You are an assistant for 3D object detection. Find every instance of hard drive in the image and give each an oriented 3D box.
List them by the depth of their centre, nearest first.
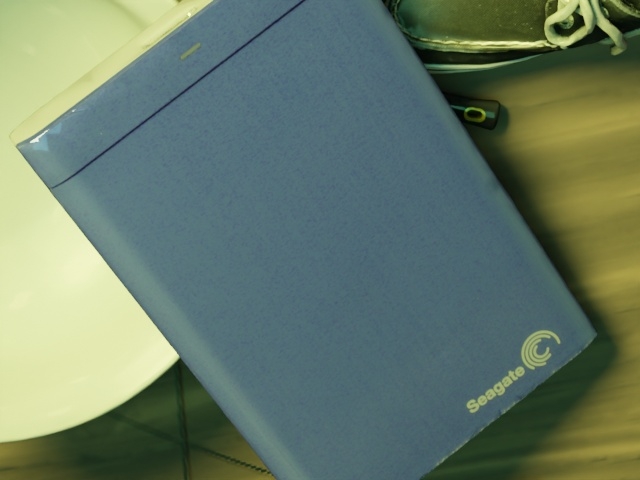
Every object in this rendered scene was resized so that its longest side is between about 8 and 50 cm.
[{"bbox_3d":[0.000,0.000,1.127,0.210,0.040,0.318,-38,116,-5],"label":"hard drive"}]

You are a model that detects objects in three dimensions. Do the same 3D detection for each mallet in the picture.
[{"bbox_3d":[0.011,-0.084,1.178,0.190,0.039,0.062,18,110,-3],"label":"mallet"}]

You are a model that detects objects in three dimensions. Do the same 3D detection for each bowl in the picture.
[{"bbox_3d":[-0.196,-0.043,1.140,0.298,0.134,0.297,-6,110,-17],"label":"bowl"}]

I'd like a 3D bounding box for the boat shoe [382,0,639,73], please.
[{"bbox_3d":[0.161,-0.157,1.094,0.306,0.105,0.113,-10,106,10],"label":"boat shoe"}]
